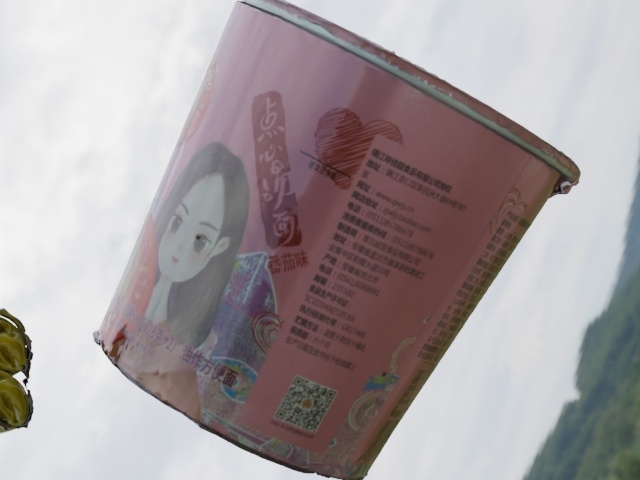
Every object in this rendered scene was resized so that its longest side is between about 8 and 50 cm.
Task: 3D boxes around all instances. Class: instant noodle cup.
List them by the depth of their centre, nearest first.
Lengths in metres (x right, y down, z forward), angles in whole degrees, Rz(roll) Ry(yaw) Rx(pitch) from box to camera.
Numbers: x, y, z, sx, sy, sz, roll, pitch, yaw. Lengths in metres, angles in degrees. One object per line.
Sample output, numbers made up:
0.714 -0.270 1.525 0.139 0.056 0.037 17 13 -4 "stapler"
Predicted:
0.000 0.000 0.791 0.231 0.243 0.243 -62 -17 5 "instant noodle cup"

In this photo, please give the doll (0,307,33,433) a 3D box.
-0.291 0.118 0.834 0.135 0.220 0.143 32 -140 -47 "doll"
